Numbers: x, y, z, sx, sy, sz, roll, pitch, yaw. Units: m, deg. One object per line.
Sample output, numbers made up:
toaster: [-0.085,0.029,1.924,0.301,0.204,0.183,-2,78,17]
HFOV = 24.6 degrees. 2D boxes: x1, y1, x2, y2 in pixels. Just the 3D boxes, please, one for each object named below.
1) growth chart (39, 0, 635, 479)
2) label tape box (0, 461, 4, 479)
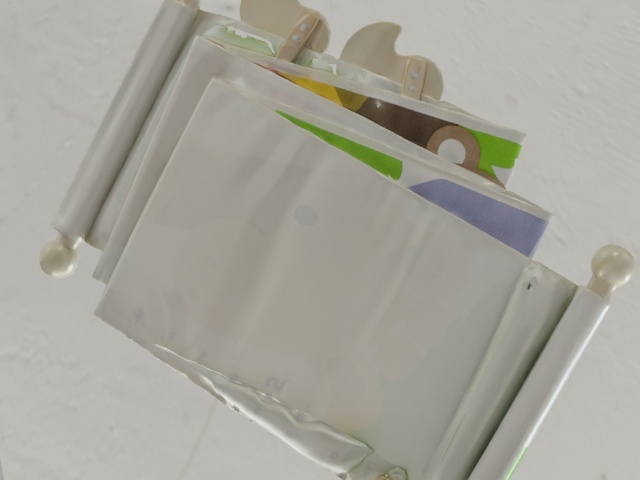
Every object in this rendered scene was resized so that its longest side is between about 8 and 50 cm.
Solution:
growth chart: [0.000,0.000,0.567,0.237,0.021,0.172,36,-87,21]
label tape box: [-0.284,0.065,0.532,0.249,0.348,0.115,-14,-103,-1]
